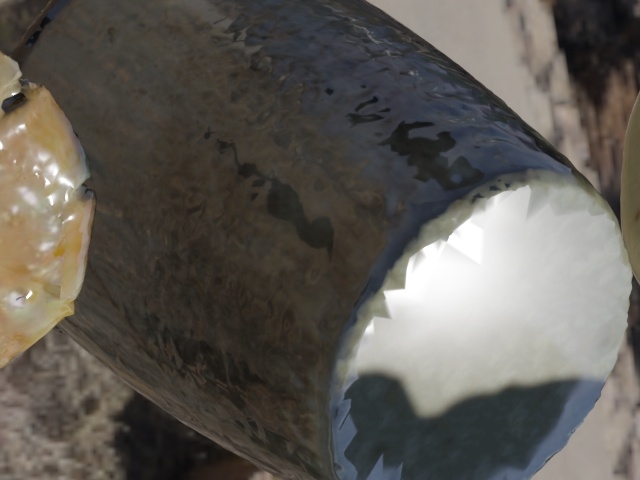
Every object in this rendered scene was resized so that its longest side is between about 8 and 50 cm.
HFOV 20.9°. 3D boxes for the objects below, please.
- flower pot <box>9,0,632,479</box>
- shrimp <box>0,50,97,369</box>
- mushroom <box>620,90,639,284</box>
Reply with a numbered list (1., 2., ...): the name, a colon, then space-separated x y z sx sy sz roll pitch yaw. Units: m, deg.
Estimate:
1. flower pot: 0.000 0.000 1.031 0.293 0.330 0.294 -21 126 -31
2. shrimp: -0.149 -0.020 0.410 0.217 0.115 0.051 21 20 -35
3. mushroom: 0.296 -0.044 1.055 0.202 0.246 0.246 48 44 -57
